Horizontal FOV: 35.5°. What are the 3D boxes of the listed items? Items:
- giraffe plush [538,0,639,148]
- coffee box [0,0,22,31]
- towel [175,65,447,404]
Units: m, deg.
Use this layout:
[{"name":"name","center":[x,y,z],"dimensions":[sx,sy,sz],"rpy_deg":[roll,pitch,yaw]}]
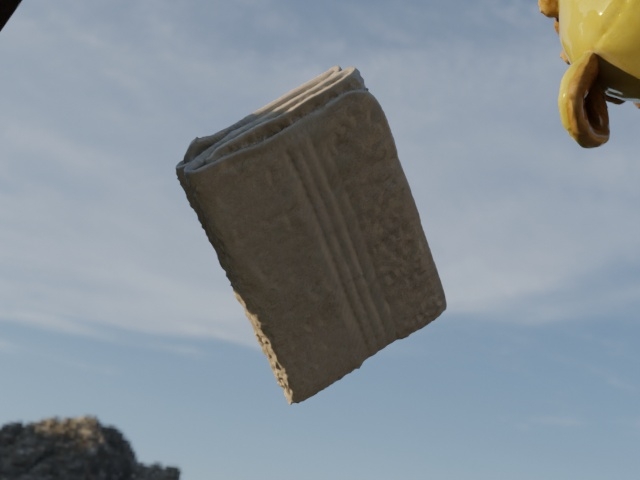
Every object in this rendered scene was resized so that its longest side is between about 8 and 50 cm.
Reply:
[{"name":"giraffe plush","center":[0.142,-0.125,0.386],"dimensions":[0.181,0.171,0.210],"rpy_deg":[-14,25,-24]},{"name":"coffee box","center":[-0.326,-0.176,0.712],"dimensions":[0.168,0.119,0.297],"rpy_deg":[24,-33,-27]},{"name":"towel","center":[0.000,0.000,0.897],"dimensions":[0.049,0.187,0.282],"rpy_deg":[39,-26,56]}]
